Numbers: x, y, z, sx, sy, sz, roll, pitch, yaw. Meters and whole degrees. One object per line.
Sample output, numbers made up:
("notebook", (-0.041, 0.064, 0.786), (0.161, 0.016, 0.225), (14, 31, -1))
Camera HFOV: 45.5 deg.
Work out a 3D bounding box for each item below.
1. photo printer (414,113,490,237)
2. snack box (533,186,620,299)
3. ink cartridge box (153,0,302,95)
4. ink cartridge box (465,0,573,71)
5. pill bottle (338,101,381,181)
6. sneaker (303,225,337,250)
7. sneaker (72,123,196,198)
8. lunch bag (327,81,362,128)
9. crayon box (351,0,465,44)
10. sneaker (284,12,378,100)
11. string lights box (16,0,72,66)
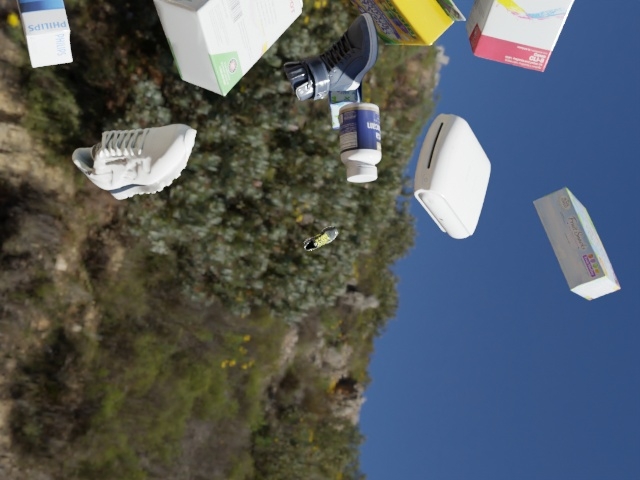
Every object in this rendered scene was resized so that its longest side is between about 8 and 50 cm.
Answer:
("photo printer", (0.360, -0.181, 2.094), (0.107, 0.307, 0.256), (7, -111, 32))
("snack box", (0.472, 0.011, 1.396), (0.070, 0.207, 0.174), (-26, -109, 23))
("ink cartridge box", (-0.127, -0.344, 1.113), (0.212, 0.093, 0.154), (-52, 152, -25))
("ink cartridge box", (0.329, -0.393, 1.243), (0.128, 0.127, 0.176), (-83, -173, -53))
("pill bottle", (0.092, -0.224, 1.756), (0.094, 0.094, 0.169), (156, -67, -70))
("sneaker", (0.000, 0.000, 1.612), (0.083, 0.031, 0.035), (-32, -169, 18))
("sneaker", (-0.276, -0.125, 1.128), (0.235, 0.095, 0.090), (-17, -134, 41))
("lunch bag", (0.066, -0.400, 2.075), (0.129, 0.096, 0.151), (83, 2, -65))
("crayon box", (0.167, -0.539, 1.706), (0.083, 0.203, 0.323), (-45, -158, -3))
("sneaker", (0.017, -0.360, 1.527), (0.226, 0.163, 0.086), (120, -47, -63))
("string lights box", (-0.512, -0.462, 1.372), (0.133, 0.076, 0.260), (143, -67, -70))
